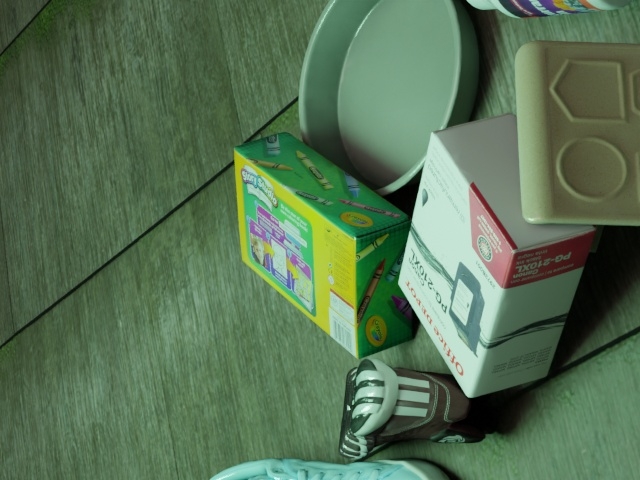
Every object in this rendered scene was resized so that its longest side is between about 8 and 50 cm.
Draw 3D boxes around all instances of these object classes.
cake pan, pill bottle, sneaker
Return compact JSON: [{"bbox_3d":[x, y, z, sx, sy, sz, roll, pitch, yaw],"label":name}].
[{"bbox_3d":[0.083,-0.190,1.827,0.293,0.054,0.293,-12,75,50],"label":"cake pan"},{"bbox_3d":[0.238,-0.290,1.608,0.193,0.108,0.108,4,87,52],"label":"pill bottle"},{"bbox_3d":[0.109,0.196,1.691,0.281,0.163,0.106,114,163,-81],"label":"sneaker"},{"bbox_3d":[-0.005,0.317,1.768,0.366,0.150,0.135,-14,74,50],"label":"sneaker"}]

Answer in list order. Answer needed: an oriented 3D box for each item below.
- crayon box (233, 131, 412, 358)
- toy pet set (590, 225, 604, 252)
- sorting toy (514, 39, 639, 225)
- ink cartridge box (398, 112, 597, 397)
[{"bbox_3d":[0.000,0.000,1.824,0.278,0.081,0.165,38,139,47],"label":"crayon box"},{"bbox_3d":[0.257,-0.048,1.573,0.122,0.065,0.114,26,104,51],"label":"toy pet set"},{"bbox_3d":[0.292,-0.100,1.452,0.038,0.208,0.193,86,-176,-66],"label":"sorting toy"},{"bbox_3d":[0.172,0.019,1.548,0.237,0.100,0.172,99,149,-48],"label":"ink cartridge box"}]
